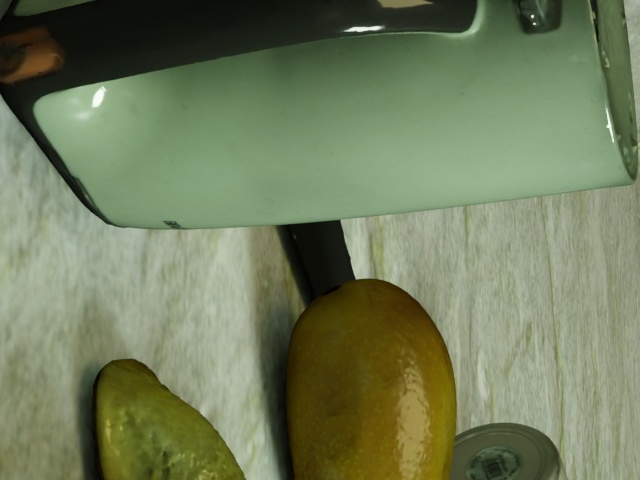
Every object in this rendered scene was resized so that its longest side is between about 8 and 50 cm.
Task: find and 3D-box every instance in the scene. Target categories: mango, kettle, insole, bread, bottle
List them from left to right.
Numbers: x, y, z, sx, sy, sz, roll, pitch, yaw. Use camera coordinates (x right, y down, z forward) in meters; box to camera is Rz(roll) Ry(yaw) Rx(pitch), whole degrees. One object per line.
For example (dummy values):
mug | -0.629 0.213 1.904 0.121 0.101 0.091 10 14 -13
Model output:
bread | -0.070 0.141 0.782 0.149 0.065 0.187 27 58 -63
kettle | -0.003 -0.091 0.769 0.240 0.255 0.165 -5 90 -75
insole | 0.000 0.000 1.155 0.110 0.012 0.309 -72 150 -57
mango | 0.031 0.136 1.063 0.136 0.099 0.227 -33 123 -79
bottle | 0.156 0.257 1.374 0.110 0.110 0.233 -76 152 -51
